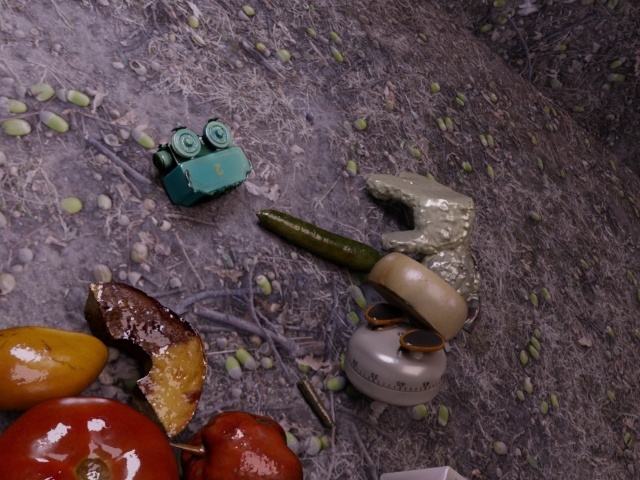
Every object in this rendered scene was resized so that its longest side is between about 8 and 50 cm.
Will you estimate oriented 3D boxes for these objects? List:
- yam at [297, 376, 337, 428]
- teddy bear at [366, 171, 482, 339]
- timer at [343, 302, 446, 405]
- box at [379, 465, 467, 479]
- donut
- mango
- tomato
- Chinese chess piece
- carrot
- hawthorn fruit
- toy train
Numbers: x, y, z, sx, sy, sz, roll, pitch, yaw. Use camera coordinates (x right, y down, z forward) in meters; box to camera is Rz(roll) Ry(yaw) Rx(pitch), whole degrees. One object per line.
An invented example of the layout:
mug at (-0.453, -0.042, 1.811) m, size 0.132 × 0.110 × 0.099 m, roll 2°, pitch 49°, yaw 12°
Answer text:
yam at (-0.007, 0.359, 1.282) m, size 0.129 × 0.027 × 0.033 m, roll 58°, pitch 15°, yaw 4°
teddy bear at (0.285, 0.030, 1.641) m, size 0.327 × 0.375 × 0.362 m, roll -9°, pitch 115°, yaw -41°
timer at (0.169, 0.294, 1.351) m, size 0.233 × 0.240 × 0.233 m, roll 8°, pitch 22°, yaw -3°
box at (0.292, 0.634, 1.241) m, size 0.341 × 0.225 × 0.143 m, roll 40°, pitch 51°, yaw -14°
donut at (-0.309, 0.200, 1.073) m, size 0.151 × 0.112 × 0.295 m, roll -25°, pitch 84°, yaw -49°
mango at (-0.449, 0.199, 0.950) m, size 0.219 × 0.112 × 0.145 m, roll -3°, pitch 43°, yaw -37°
tomato at (-0.349, 0.379, 0.859) m, size 0.298 × 0.226 × 0.299 m, roll 23°, pitch 31°, yaw -15°
Chinese chess piece at (0.229, 0.131, 1.391) m, size 0.251 × 0.251 × 0.097 m, roll 41°, pitch 82°, yaw -14°
carrot at (0.000, 0.000, 1.451) m, size 0.358 × 0.074 × 0.074 m, roll 23°, pitch 55°, yaw -26°
hawthorn fruit at (-0.162, 0.383, 1.017) m, size 0.243 × 0.207 × 0.207 m, roll 35°, pitch 49°, yaw -30°
toy train at (-0.261, -0.168, 1.308) m, size 0.203 × 0.112 × 0.163 m, roll -28°, pitch 92°, yaw -43°
